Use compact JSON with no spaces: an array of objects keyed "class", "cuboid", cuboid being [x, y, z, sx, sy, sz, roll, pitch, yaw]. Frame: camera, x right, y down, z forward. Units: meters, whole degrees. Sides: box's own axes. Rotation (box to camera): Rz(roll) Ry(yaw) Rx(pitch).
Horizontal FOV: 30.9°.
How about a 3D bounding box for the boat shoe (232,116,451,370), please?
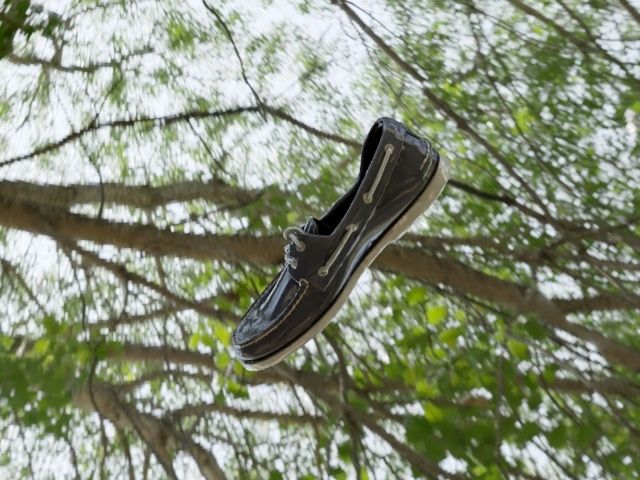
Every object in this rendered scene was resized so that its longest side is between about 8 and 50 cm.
[{"class":"boat shoe","cuboid":[0.000,0.000,0.811,0.206,0.075,0.065,-47,-63,3]}]
